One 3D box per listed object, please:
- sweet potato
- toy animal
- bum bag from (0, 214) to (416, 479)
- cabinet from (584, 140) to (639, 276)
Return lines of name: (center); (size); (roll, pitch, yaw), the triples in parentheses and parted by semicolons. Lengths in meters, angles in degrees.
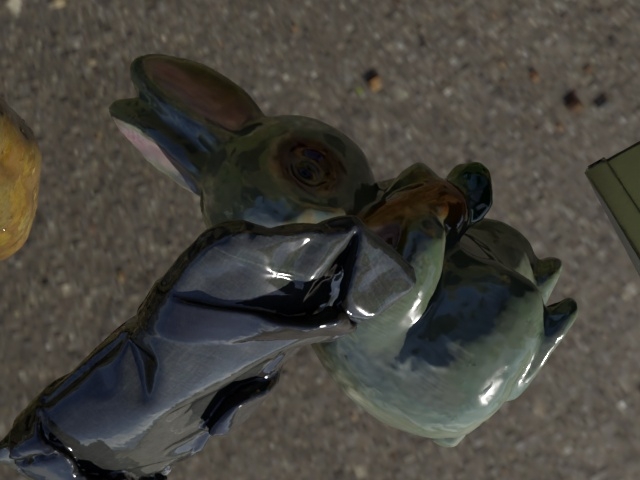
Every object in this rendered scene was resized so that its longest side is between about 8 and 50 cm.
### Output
sweet potato: (-0.345, -0.054, 1.714); (0.157, 0.370, 0.158); (1, 77, -2)
toy animal: (0.005, 0.005, 0.819); (0.236, 0.108, 0.138); (24, 105, -14)
bum bag: (-0.050, 0.054, 0.668); (0.087, 0.049, 0.197); (21, 132, -36)
cabinet: (0.247, 0.001, 0.733); (0.206, 0.145, 0.150); (-29, 114, 7)
